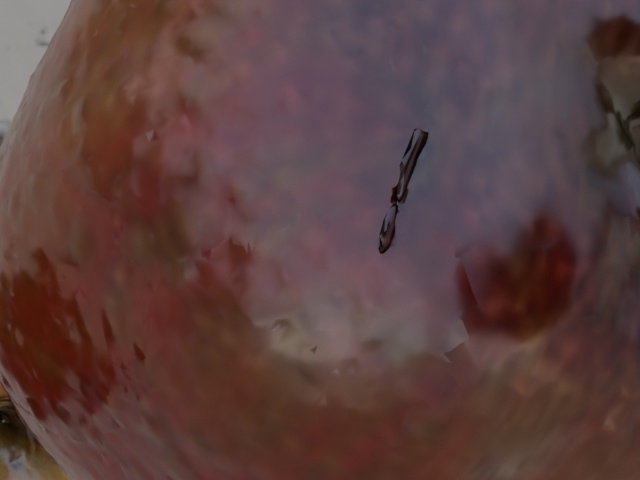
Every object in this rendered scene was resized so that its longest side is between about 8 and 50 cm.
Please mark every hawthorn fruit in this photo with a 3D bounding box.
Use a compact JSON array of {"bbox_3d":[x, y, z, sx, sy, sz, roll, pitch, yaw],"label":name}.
[{"bbox_3d":[0.000,0.000,0.505,0.284,0.369,0.285,18,60,-34],"label":"hawthorn fruit"}]

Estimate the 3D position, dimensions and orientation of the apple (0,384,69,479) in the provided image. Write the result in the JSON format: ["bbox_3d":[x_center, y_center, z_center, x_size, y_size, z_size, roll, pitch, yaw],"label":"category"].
[{"bbox_3d":[-0.265,0.089,0.992,0.299,0.299,0.275,-4,38,-14],"label":"apple"}]
